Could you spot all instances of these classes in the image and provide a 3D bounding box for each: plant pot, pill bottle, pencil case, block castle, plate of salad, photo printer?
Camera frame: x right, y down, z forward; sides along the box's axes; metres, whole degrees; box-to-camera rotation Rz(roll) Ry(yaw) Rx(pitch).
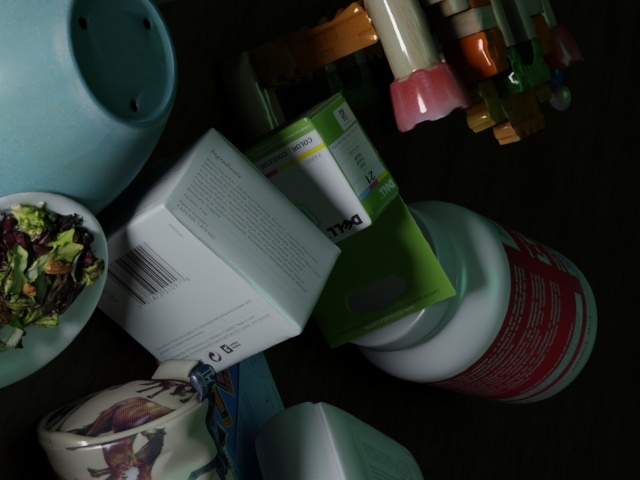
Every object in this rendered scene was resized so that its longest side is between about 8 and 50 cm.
[{"bbox_3d":[-0.239,-0.139,1.073,0.290,0.195,0.290,23,62,-53],"label":"plant pot"},{"bbox_3d":[0.176,0.079,1.601,0.407,0.229,0.229,20,64,-53],"label":"pill bottle"},{"bbox_3d":[-0.113,0.320,1.158,0.183,0.160,0.410,-28,104,-44],"label":"pencil case"},{"bbox_3d":[0.120,-0.193,1.537,0.453,0.303,0.213,-26,96,-56],"label":"block castle"},{"bbox_3d":[-0.257,0.051,1.031,0.200,0.048,0.200,-27,137,-29],"label":"plate of salad"},{"bbox_3d":[0.060,0.345,1.313,0.256,0.107,0.307,38,26,-51],"label":"photo printer"}]

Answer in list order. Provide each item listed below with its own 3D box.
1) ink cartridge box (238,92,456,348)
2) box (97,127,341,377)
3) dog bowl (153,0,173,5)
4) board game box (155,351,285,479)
[{"bbox_3d":[0.000,0.000,1.345,0.255,0.189,0.097,58,31,-8],"label":"ink cartridge box"},{"bbox_3d":[-0.113,0.020,1.192,0.182,0.181,0.119,43,46,-18],"label":"box"},{"bbox_3d":[-0.218,-0.359,1.252,0.265,0.104,0.265,22,63,-53],"label":"dog bowl"},{"bbox_3d":[-0.096,0.177,1.345,0.145,0.027,0.281,-39,113,-55],"label":"board game box"}]
